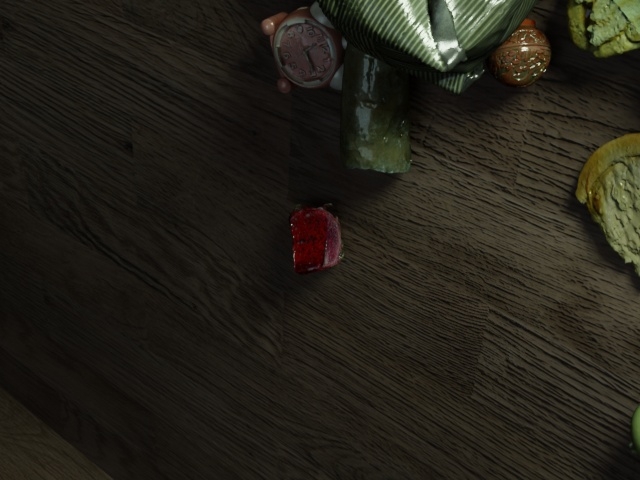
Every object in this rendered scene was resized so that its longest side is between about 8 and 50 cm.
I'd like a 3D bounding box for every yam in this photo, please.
[{"bbox_3d":[0.099,-0.254,1.603,0.133,0.133,0.330,23,126,34],"label":"yam"}]

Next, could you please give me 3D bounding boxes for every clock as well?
[{"bbox_3d":[-0.006,-0.349,1.677,0.162,0.093,0.166,0,115,35],"label":"clock"}]

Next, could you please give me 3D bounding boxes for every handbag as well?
[{"bbox_3d":[0.181,-0.376,1.291,0.240,0.247,0.340,44,102,15],"label":"handbag"}]

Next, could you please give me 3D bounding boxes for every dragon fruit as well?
[{"bbox_3d":[0.000,0.000,1.903,0.102,0.096,0.147,-4,81,36],"label":"dragon fruit"}]

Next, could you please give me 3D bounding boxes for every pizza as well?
[{"bbox_3d":[0.483,-0.039,1.424,0.181,0.034,0.262,2,116,44],"label":"pizza"}]

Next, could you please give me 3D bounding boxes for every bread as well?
[{"bbox_3d":[0.390,-0.321,1.291,0.156,0.103,0.110,58,152,7],"label":"bread"}]

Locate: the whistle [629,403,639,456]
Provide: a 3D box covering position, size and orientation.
[{"bbox_3d":[0.615,0.285,1.460,0.294,0.141,0.141,-26,96,32],"label":"whistle"}]

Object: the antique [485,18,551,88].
[{"bbox_3d":[0.297,-0.278,1.402,0.104,0.104,0.104,25,131,32],"label":"antique"}]
